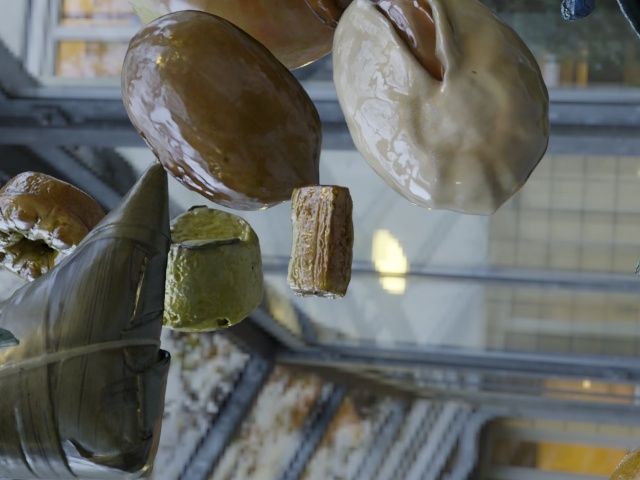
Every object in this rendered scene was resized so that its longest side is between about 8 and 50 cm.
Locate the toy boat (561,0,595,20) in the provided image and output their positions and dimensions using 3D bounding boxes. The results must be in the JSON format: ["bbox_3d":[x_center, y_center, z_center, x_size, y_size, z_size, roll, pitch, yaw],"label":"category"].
[{"bbox_3d":[0.221,-0.232,1.272,0.038,0.038,0.083,6,-90,-72],"label":"toy boat"}]

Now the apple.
[{"bbox_3d":[-0.093,-0.350,2.072,0.309,0.314,0.252,58,-152,-58],"label":"apple"}]

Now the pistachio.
[{"bbox_3d":[0.115,-0.152,1.463,0.318,0.194,0.214,-110,0,-53],"label":"pistachio"}]

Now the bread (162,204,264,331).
[{"bbox_3d":[-0.185,0.051,2.293,0.197,0.197,0.170,-51,-34,-61],"label":"bread"}]

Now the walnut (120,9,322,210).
[{"bbox_3d":[-0.116,-0.148,1.773,0.203,0.298,0.203,-43,-8,-8],"label":"walnut"}]

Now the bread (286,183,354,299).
[{"bbox_3d":[0.000,0.000,1.640,0.053,0.074,0.132,9,-100,-59],"label":"bread"}]

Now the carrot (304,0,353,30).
[{"bbox_3d":[-0.016,-0.311,1.707,0.161,0.055,0.055,44,-142,-16],"label":"carrot"}]

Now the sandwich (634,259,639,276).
[{"bbox_3d":[0.573,0.002,1.996,0.155,0.198,0.227,-54,-8,-32],"label":"sandwich"}]

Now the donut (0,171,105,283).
[{"bbox_3d":[-0.465,-0.012,2.460,0.226,0.227,0.113,77,-153,-42],"label":"donut"}]

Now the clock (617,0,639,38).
[{"bbox_3d":[0.308,-0.153,0.805,0.067,0.325,0.325,-52,-32,-24],"label":"clock"}]

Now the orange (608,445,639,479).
[{"bbox_3d":[0.308,0.220,1.184,0.156,0.156,0.124,-21,-64,-71],"label":"orange"}]

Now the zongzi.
[{"bbox_3d":[-0.460,0.113,2.122,0.218,0.500,0.466,68,-158,-72],"label":"zongzi"}]

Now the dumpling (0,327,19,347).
[{"bbox_3d":[-0.424,0.101,1.513,0.152,0.219,0.108,133,146,-58],"label":"dumpling"}]
